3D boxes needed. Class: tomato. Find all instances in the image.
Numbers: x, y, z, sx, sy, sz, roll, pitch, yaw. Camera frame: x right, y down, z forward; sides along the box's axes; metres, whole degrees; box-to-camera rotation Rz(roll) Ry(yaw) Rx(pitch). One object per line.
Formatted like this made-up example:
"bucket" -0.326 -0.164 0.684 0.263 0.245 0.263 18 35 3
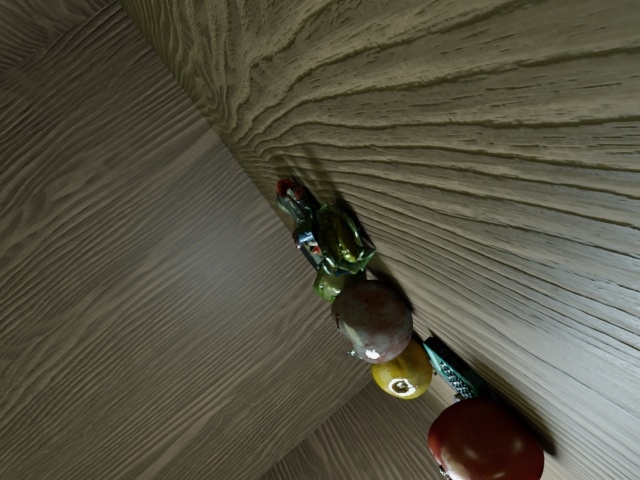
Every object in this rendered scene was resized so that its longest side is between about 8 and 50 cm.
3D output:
"tomato" 0.188 0.301 1.553 0.317 0.282 0.317 53 176 6
"tomato" 0.508 0.652 1.287 0.325 0.290 0.293 54 175 -33

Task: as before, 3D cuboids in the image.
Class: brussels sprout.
"brussels sprout" 0.084 0.171 1.770 0.219 0.210 0.271 25 176 14

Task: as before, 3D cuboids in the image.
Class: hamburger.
"hamburger" 0.073 -0.015 1.348 0.260 0.150 0.276 67 -162 4

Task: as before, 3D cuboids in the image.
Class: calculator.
"calculator" 0.491 0.484 1.487 0.274 0.058 0.248 41 169 49

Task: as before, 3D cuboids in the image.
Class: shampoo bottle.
"shampoo bottle" 0.521 0.559 1.745 0.165 0.040 0.080 48 174 17

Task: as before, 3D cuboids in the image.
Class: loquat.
"loquat" 0.358 0.552 1.851 0.275 0.275 0.275 50 173 9

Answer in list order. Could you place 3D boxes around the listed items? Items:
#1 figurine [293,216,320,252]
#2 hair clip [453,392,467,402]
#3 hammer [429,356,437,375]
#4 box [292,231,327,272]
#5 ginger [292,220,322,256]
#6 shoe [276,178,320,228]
"figurine" 0.018 0.014 1.564 0.234 0.185 0.127 53 -176 -44
"hair clip" 0.616 0.685 1.691 0.292 0.084 0.106 50 -168 -29
"hammer" 0.536 0.604 1.951 0.078 0.021 0.201 47 172 33
"box" -0.020 0.037 2.022 0.290 0.073 0.289 53 155 5
"ginger" -0.019 -0.019 1.784 0.354 0.190 0.126 37 122 53
"shoe" -0.077 -0.148 1.683 0.336 0.132 0.171 47 160 35
